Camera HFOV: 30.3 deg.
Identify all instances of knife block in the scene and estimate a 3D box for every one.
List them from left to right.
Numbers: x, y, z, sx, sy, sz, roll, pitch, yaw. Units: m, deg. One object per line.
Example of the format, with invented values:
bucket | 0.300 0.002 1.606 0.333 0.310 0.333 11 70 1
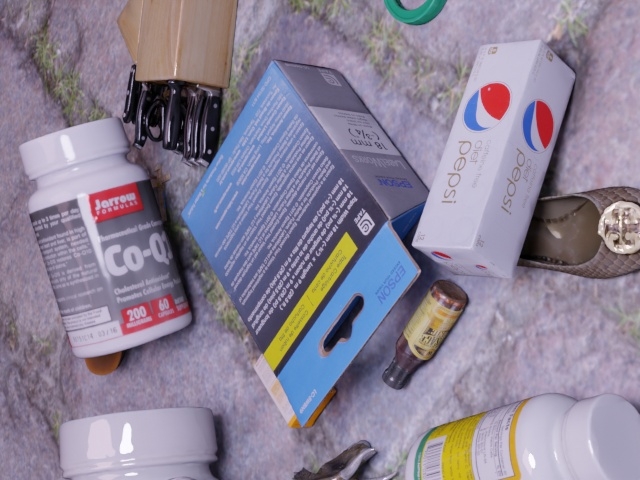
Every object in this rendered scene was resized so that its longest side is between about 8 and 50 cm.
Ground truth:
knife block | -0.164 -0.243 1.523 0.275 0.088 0.242 -50 53 33

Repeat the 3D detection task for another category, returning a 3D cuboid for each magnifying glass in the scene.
magnifying glass | 0.100 -0.347 1.283 0.092 0.026 0.230 -13 78 48

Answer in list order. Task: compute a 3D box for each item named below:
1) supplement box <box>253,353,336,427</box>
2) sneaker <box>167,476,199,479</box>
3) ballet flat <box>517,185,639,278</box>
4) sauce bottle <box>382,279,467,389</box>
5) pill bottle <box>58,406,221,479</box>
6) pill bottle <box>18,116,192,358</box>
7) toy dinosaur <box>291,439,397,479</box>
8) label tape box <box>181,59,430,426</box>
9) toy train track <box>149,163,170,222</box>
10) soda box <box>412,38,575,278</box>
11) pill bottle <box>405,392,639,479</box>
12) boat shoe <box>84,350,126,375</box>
supplement box | -0.031 0.160 1.370 0.062 0.036 0.098 -57 48 28
sneaker | -0.115 0.386 1.259 0.108 0.100 0.271 -26 79 60
ballet flat | 0.208 -0.010 1.098 0.250 0.058 0.084 3 89 49
sauce bottle | 0.105 0.100 1.220 0.042 0.042 0.128 52 126 38
pill bottle | -0.202 0.404 1.399 0.224 0.224 0.392 -21 71 46
pill bottle | -0.280 -0.005 1.520 0.161 0.161 0.283 -13 95 47
toy dinosaur | -0.031 0.361 1.291 0.160 0.121 0.313 9 89 62
label tape box | 0.000 0.000 1.298 0.240 0.106 0.333 -56 50 30
toy train track | -0.223 -0.065 1.627 0.048 0.014 0.083 -24 70 45
soda box | 0.163 -0.076 1.095 0.074 0.069 0.216 3 67 47
pill bottle | 0.186 0.203 1.059 0.208 0.118 0.117 -28 66 44
boat shoe | -0.286 0.082 1.643 0.073 0.073 0.207 -98 25 -84
